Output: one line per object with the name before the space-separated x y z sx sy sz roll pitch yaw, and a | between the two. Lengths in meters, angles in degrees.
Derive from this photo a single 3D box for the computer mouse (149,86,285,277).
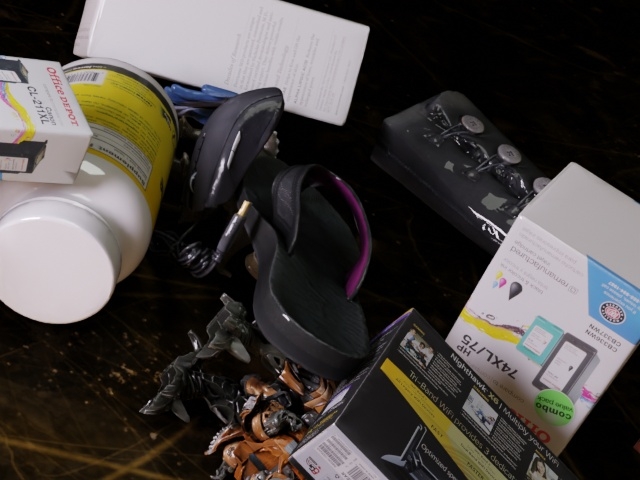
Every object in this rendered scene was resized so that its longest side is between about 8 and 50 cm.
computer mouse | -0.120 -0.079 1.530 0.060 0.262 0.184 35 -3 -28

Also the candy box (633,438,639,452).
candy box | 0.493 0.218 1.688 0.053 0.109 0.187 41 37 23

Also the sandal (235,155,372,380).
sandal | 0.002 0.002 1.484 0.167 0.107 0.445 30 20 -21

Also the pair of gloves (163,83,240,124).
pair of gloves | -0.146 -0.182 1.797 0.159 0.198 0.023 7 81 -12

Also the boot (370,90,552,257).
boot | 0.342 -0.065 1.971 0.367 0.146 0.445 -11 43 -45

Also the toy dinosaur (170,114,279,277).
toy dinosaur | -0.112 -0.081 1.696 0.160 0.121 0.313 4 35 -19

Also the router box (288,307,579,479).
router box | 0.139 0.252 1.348 0.309 0.081 0.243 46 34 -2

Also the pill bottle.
pill bottle | -0.278 -0.060 1.493 0.188 0.188 0.334 19 34 -9

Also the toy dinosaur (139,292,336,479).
toy dinosaur | -0.058 0.181 1.384 0.218 0.164 0.322 35 13 -11

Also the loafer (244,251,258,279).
loafer | -0.024 0.035 1.653 0.148 0.050 0.056 14 35 -17

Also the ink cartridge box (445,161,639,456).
ink cartridge box | 0.302 0.088 1.595 0.198 0.270 0.197 34 35 13

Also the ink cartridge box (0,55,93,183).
ink cartridge box | -0.338 -0.128 1.311 0.175 0.072 0.127 1 43 -36

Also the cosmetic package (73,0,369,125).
cosmetic package | -0.149 -0.290 1.864 0.385 0.156 0.217 12 5 -16
